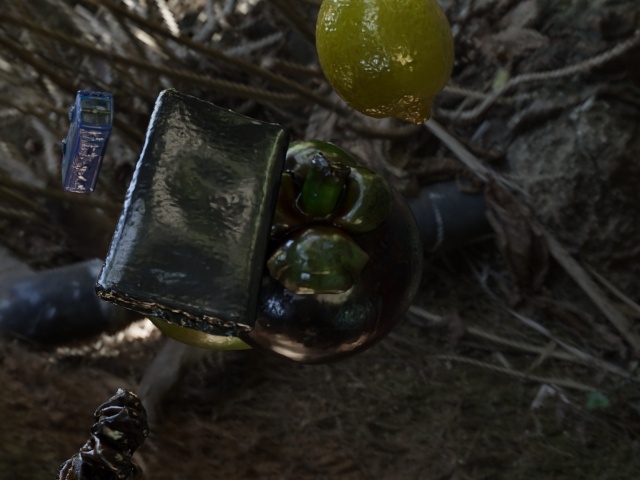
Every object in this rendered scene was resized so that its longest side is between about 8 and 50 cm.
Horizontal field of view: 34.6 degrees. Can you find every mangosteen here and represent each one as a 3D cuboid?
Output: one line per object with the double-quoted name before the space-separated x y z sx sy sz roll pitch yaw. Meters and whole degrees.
"mangosteen" 0.001 0.009 1.348 0.300 0.300 0.300 -34 40 34

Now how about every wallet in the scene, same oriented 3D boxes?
"wallet" -0.135 -0.038 1.164 0.044 0.170 0.321 114 168 -47

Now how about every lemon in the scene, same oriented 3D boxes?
"lemon" 0.086 -0.267 1.404 0.187 0.244 0.187 -23 16 7

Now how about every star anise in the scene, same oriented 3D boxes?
"star anise" -0.360 0.366 1.734 0.220 0.126 0.190 -56 18 10

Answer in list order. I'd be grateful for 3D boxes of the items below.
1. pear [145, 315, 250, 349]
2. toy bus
"pear" -0.228 0.053 1.782 0.165 0.399 0.399 -38 36 10
"toy bus" -0.287 -0.119 1.262 0.153 0.051 0.061 124 141 -53
